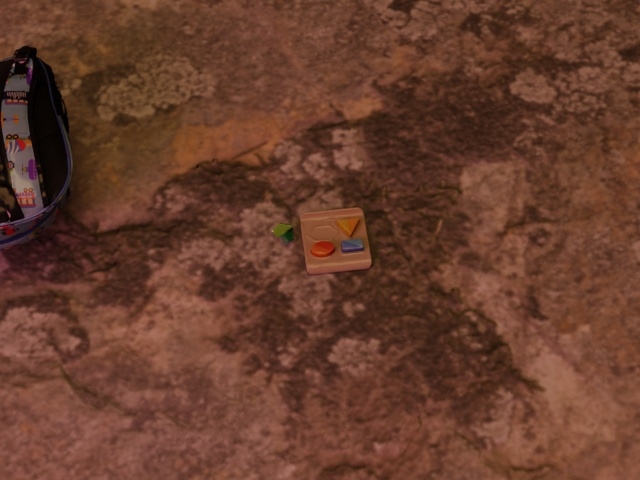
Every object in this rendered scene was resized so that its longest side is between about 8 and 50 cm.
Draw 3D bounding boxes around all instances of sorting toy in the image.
[{"bbox_3d":[0.000,0.000,1.392,0.083,0.012,0.062,-6,57,-4],"label":"sorting toy"}]

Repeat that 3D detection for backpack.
[{"bbox_3d":[-0.284,-0.061,1.373,0.158,0.117,0.173,-16,57,-10],"label":"backpack"}]
